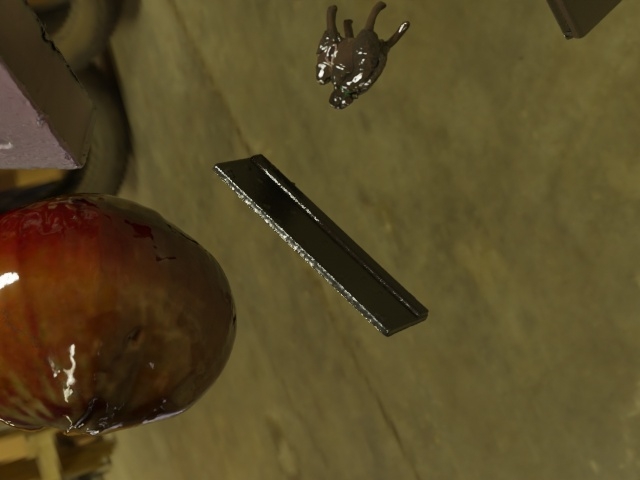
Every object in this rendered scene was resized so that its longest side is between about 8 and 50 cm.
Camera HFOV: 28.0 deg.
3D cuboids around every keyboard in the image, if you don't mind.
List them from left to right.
[{"bbox_3d":[0.000,0.000,1.554,0.310,0.101,0.018,43,123,20],"label":"keyboard"}]

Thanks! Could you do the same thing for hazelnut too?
[{"bbox_3d":[-0.196,0.070,1.129,0.217,0.251,0.217,-174,90,-70],"label":"hazelnut"}]

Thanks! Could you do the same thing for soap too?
[{"bbox_3d":[-0.445,-0.199,1.497,0.296,0.285,0.107,64,-147,-58],"label":"soap"}]

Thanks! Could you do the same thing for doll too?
[{"bbox_3d":[0.043,-0.247,1.744,0.139,0.165,0.057,4,153,44],"label":"doll"}]

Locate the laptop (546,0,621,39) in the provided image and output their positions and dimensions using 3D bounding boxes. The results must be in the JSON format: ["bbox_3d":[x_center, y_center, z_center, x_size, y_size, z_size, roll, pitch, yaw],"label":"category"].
[{"bbox_3d":[0.255,-0.257,1.115,0.026,0.154,0.207,48,-171,18],"label":"laptop"}]
